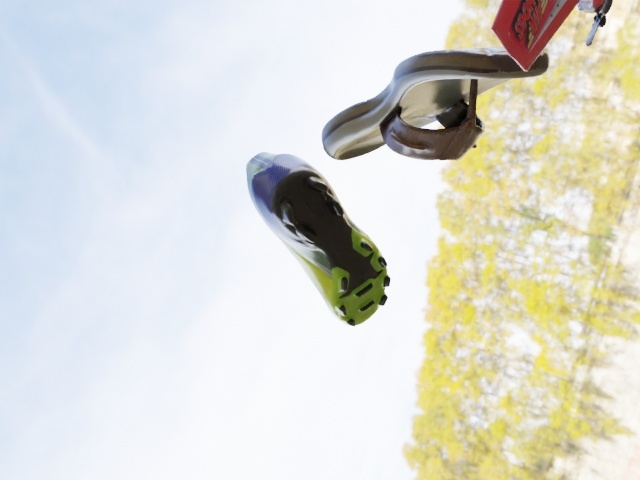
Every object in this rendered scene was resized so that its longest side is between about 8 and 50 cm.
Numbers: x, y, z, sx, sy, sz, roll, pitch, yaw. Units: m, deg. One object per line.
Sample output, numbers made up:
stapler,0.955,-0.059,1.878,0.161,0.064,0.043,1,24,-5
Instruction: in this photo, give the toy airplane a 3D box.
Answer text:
toy airplane,0.096,-0.149,0.330,0.151,0.028,0.151,-8,-78,-41

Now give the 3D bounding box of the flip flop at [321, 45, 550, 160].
flip flop,0.090,-0.100,0.647,0.112,0.277,0.080,-9,-95,-30

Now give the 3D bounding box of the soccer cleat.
soccer cleat,0.001,-0.001,0.930,0.093,0.121,0.289,-42,-45,-9
